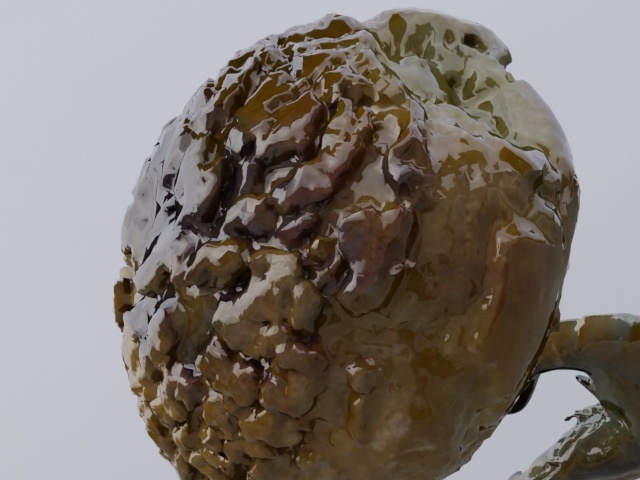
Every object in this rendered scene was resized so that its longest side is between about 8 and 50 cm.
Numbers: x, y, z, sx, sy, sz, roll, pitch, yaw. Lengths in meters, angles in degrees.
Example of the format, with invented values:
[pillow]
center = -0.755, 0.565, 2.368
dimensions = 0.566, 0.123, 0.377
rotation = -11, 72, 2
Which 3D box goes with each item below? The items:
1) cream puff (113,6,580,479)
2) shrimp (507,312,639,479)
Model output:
[cream puff]
center = 0.000, 0.000, 1.202
dimensions = 0.231, 0.343, 0.327
rotation = 18, -21, -18
[shrimp]
center = 0.179, 0.126, 1.426
dimensions = 0.254, 0.145, 0.059
rotation = -28, 23, 46
